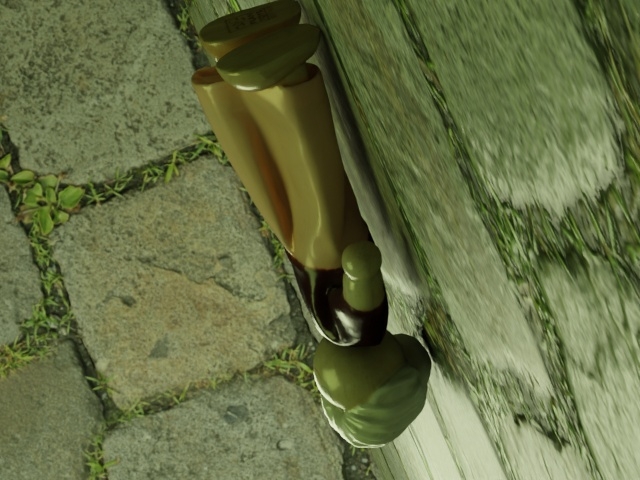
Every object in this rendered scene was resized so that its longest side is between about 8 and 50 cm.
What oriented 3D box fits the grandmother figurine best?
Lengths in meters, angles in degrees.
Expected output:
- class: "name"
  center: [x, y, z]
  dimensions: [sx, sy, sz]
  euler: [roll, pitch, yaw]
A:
- class: "grandmother figurine"
  center: [0.000, 0.000, 1.350]
  dimensions: [0.208, 0.104, 0.342]
  euler: [-101, -6, -64]
